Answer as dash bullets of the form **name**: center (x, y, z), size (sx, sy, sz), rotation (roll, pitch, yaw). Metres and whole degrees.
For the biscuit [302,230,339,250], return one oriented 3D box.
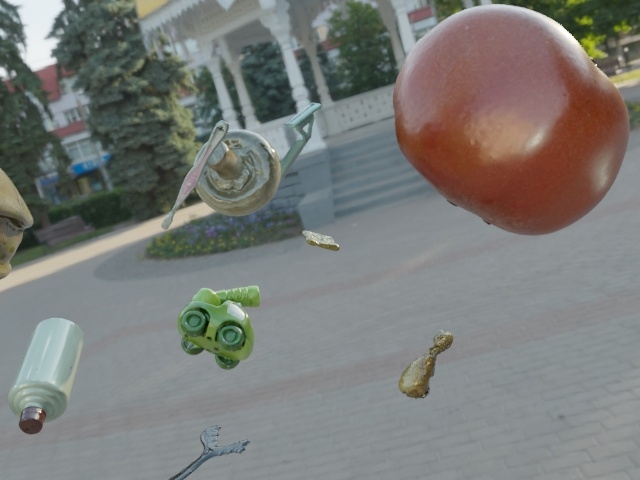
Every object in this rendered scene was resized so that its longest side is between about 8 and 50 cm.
- **biscuit**: center (0.000, 0.000, 1.619), size (0.081, 0.018, 0.083), rotation (13, 14, -15)

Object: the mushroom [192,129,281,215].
- **mushroom**: center (-0.200, -0.165, 1.541), size (0.207, 0.207, 0.215), rotation (-16, -16, 8)

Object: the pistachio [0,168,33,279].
- **pistachio**: center (-0.560, -0.105, 0.809), size (0.281, 0.445, 0.365), rotation (-56, 6, -7)

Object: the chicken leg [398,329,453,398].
- **chicken leg**: center (0.310, 0.365, 1.992), size (0.087, 0.251, 0.107), rotation (18, 23, -24)

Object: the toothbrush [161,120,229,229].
- **toothbrush**: center (-0.168, -0.081, 0.891), size (0.204, 0.017, 0.022), rotation (-50, 22, 38)

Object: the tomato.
- **tomato**: center (0.279, -0.176, 0.975), size (0.273, 0.341, 0.341), rotation (-53, -10, 29)

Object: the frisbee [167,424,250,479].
- **frisbee**: center (-0.237, 0.471, 1.523), size (0.187, 0.012, 0.211), rotation (-19, 14, 23)

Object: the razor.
- **razor**: center (-0.071, -0.238, 1.778), size (0.111, 0.056, 0.278), rotation (-45, -9, -35)

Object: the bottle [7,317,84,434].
- **bottle**: center (-0.510, 0.255, 1.256), size (0.104, 0.104, 0.245), rotation (-17, 31, 2)

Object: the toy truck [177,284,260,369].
- **toy truck**: center (-0.244, 0.187, 1.616), size (0.187, 0.210, 0.148), rotation (8, -35, -5)
